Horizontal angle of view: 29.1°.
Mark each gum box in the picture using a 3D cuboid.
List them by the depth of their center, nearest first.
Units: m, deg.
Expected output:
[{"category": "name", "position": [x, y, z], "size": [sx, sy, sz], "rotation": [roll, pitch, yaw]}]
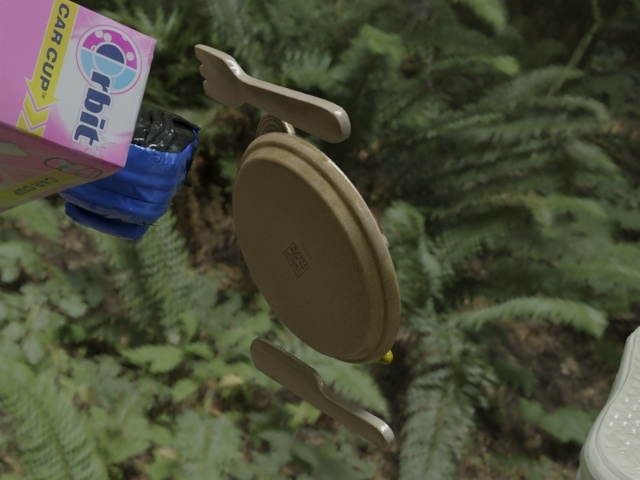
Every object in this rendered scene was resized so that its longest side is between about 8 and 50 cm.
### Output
[{"category": "gum box", "position": [-0.168, -0.063, 0.556], "size": [0.107, 0.062, 0.188], "rotation": [21, -17, -30]}]

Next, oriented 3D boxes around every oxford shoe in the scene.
[{"category": "oxford shoe", "position": [0.314, 0.168, 1.040], "size": [0.169, 0.130, 0.449], "rotation": [19, 23, 24]}]

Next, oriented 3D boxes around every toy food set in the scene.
[{"category": "toy food set", "position": [0.000, 0.000, 0.608], "size": [0.038, 0.192, 0.132], "rotation": [-28, 36, -29]}]

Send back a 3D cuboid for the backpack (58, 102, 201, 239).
[{"category": "backpack", "position": [-0.144, -0.052, 0.913], "size": [0.098, 0.101, 0.120], "rotation": [14, 12, -5]}]
